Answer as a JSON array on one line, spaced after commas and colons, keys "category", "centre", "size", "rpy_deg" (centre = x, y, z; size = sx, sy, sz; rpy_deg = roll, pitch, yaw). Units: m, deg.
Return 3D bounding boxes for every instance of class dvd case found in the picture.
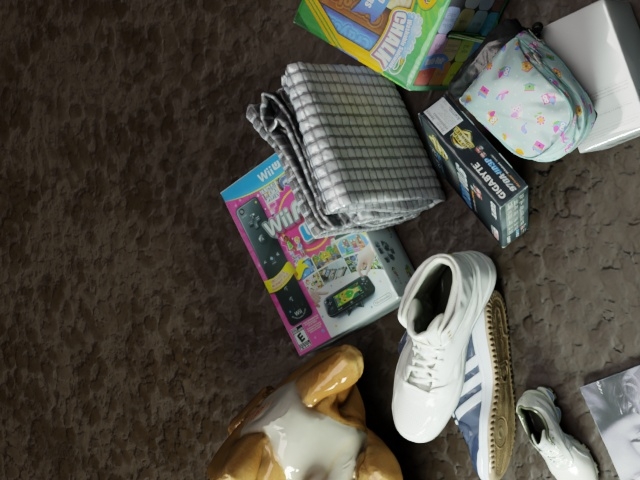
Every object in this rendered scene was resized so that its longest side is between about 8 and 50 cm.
[{"category": "dvd case", "centre": [0.477, 0.279, 1.580], "size": [0.164, 0.018, 0.221], "rpy_deg": [-28, 80, 33]}]

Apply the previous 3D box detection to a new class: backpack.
[{"category": "backpack", "centre": [0.266, -0.181, 1.479], "size": [0.182, 0.115, 0.152], "rpy_deg": [47, 123, 14]}]

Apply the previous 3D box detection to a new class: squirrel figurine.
[{"category": "squirrel figurine", "centre": [0.024, 0.398, 1.784], "size": [0.370, 0.281, 0.397], "rpy_deg": [47, 160, -6]}]

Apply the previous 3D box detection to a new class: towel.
[{"category": "towel", "centre": [0.039, -0.128, 1.665], "size": [0.121, 0.284, 0.235], "rpy_deg": [-28, 79, 35]}]

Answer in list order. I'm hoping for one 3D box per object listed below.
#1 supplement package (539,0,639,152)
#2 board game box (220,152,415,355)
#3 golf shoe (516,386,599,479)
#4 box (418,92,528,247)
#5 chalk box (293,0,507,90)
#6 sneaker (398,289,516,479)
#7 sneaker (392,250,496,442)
[{"category": "supplement package", "centre": [0.382, -0.220, 1.525], "size": [0.105, 0.105, 0.179], "rpy_deg": [-21, 85, 36]}, {"category": "board game box", "centre": [0.000, 0.000, 1.823], "size": [0.224, 0.097, 0.303], "rpy_deg": [-33, 77, 32]}, {"category": "golf shoe", "centre": [0.334, 0.300, 1.640], "size": [0.069, 0.086, 0.176], "rpy_deg": [-39, 76, 30]}, {"category": "box", "centre": [0.218, -0.094, 1.592], "size": [0.051, 0.220, 0.175], "rpy_deg": [-38, 73, -1]}, {"category": "chalk box", "centre": [0.144, -0.326, 1.630], "size": [0.289, 0.180, 0.179], "rpy_deg": [36, 114, 26]}, {"category": "sneaker", "centre": [0.204, 0.218, 1.707], "size": [0.153, 0.099, 0.282], "rpy_deg": [-4, 87, 30]}, {"category": "sneaker", "centre": [0.144, 0.150, 1.594], "size": [0.108, 0.169, 0.292], "rpy_deg": [20, 97, 26]}]
